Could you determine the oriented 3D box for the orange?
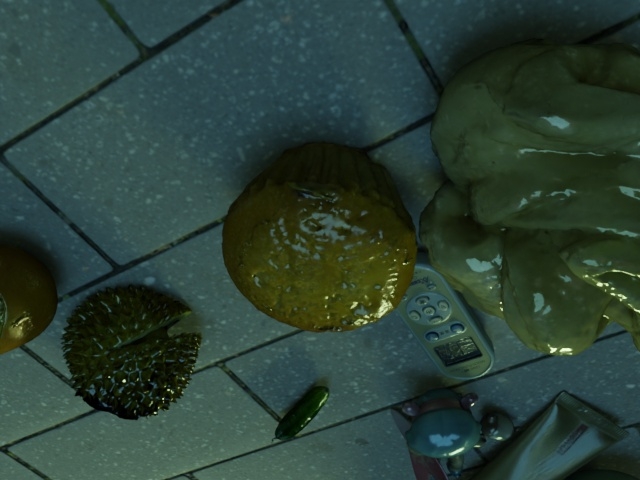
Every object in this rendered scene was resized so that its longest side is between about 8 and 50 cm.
[{"bbox_3d":[-0.430,0.080,0.938,0.155,0.134,0.154,-1,137,-1],"label":"orange"}]

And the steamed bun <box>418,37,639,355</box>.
[{"bbox_3d":[0.269,-0.020,0.741,0.325,0.230,0.372,5,133,4],"label":"steamed bun"}]

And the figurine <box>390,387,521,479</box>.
[{"bbox_3d":[0.214,0.321,1.113,0.206,0.102,0.260,-2,140,9],"label":"figurine"}]

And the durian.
[{"bbox_3d":[-0.285,0.185,1.012,0.194,0.137,0.237,25,128,-16],"label":"durian"}]

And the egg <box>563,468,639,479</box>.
[{"bbox_3d":[0.454,0.469,1.176,0.231,0.168,0.168,-20,126,24],"label":"egg"}]

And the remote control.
[{"bbox_3d":[0.163,0.106,0.970,0.087,0.047,0.244,-24,124,19],"label":"remote control"}]

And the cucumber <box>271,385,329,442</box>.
[{"bbox_3d":[-0.029,0.278,1.135,0.039,0.039,0.168,27,125,-17],"label":"cucumber"}]

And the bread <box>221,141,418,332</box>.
[{"bbox_3d":[0.000,0.004,0.834,0.240,0.139,0.239,2,130,3],"label":"bread"}]

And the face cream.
[{"bbox_3d":[0.336,0.384,1.179,0.137,0.084,0.341,33,119,-10],"label":"face cream"}]
